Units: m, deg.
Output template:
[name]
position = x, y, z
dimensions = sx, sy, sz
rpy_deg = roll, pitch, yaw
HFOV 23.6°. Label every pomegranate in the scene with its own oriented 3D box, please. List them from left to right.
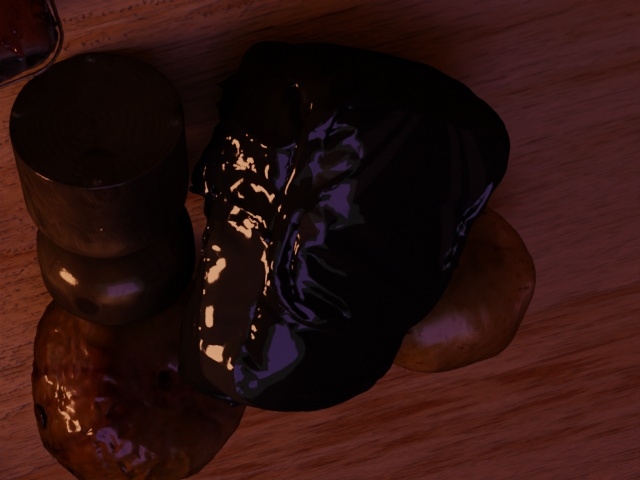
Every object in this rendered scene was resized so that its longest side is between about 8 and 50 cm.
[pomegranate]
position = 0.146, 0.054, 1.920
dimensions = 0.248, 0.248, 0.248
rpy_deg = -11, 147, -7

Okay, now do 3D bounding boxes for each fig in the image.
[fig]
position = -0.270, 0.186, 1.962
dimensions = 0.286, 0.286, 0.368
rpy_deg = 8, 164, -31

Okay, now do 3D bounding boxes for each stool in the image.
[stool]
position = -0.228, -0.051, 1.649
dimensions = 0.179, 0.179, 0.264
rpy_deg = -10, 147, -8

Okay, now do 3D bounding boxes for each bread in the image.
[bread]
position = -0.353, -0.190, 1.395
dimensions = 0.224, 0.142, 0.212
rpy_deg = -18, -178, 6

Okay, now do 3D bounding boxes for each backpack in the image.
[backpack]
position = 0.000, 0.000, 1.692
dimensions = 0.363, 0.255, 0.446
rpy_deg = 10, 108, -40
